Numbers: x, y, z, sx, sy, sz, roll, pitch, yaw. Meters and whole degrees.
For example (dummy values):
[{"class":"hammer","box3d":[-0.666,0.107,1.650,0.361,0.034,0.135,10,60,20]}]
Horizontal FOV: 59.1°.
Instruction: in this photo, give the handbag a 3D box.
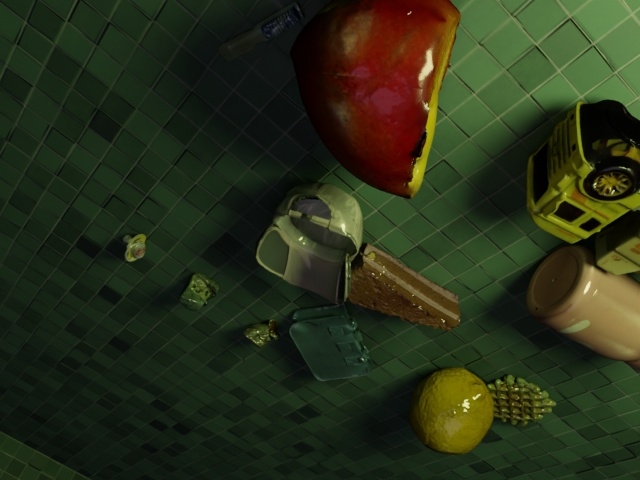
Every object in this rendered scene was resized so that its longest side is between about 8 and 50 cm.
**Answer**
[{"class":"handbag","box3d":[0.033,0.264,1.459,0.179,0.062,0.229,-12,125,21]}]

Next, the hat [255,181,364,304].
[{"class":"hat","box3d":[-0.002,0.008,1.166,0.231,0.161,0.275,23,128,28]}]

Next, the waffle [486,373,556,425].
[{"class":"waffle","box3d":[0.508,0.421,1.477,0.183,0.036,0.169,28,130,-10]}]

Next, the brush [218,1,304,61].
[{"class":"brush","box3d":[-0.107,-0.355,0.981,0.178,0.030,0.033,-19,133,28]}]

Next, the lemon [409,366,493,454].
[{"class":"lemon","box3d":[0.326,0.429,1.424,0.204,0.204,0.260,25,130,-6]}]

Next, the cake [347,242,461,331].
[{"class":"cake","box3d":[0.177,0.103,1.238,0.295,0.116,0.113,22,133,-3]}]

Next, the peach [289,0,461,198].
[{"class":"peach","box3d":[0.111,-0.221,0.877,0.281,0.281,0.338,-18,119,28]}]

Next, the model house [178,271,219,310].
[{"class":"model house","box3d":[-0.308,0.136,1.424,0.078,0.083,0.066,39,127,-17]}]

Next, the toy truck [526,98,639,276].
[{"class":"toy truck","box3d":[0.546,-0.053,0.966,0.405,0.181,0.254,25,139,-11]}]

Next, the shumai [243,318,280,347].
[{"class":"shumai","box3d":[-0.152,0.238,1.495,0.080,0.082,0.083,-50,125,2]}]

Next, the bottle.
[{"class":"bottle","box3d":[0.579,0.156,1.115,0.296,0.206,0.173,31,108,-12]}]

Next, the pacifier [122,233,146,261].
[{"class":"pacifier","box3d":[-0.463,0.013,1.381,0.064,0.068,0.083,37,136,19]}]
